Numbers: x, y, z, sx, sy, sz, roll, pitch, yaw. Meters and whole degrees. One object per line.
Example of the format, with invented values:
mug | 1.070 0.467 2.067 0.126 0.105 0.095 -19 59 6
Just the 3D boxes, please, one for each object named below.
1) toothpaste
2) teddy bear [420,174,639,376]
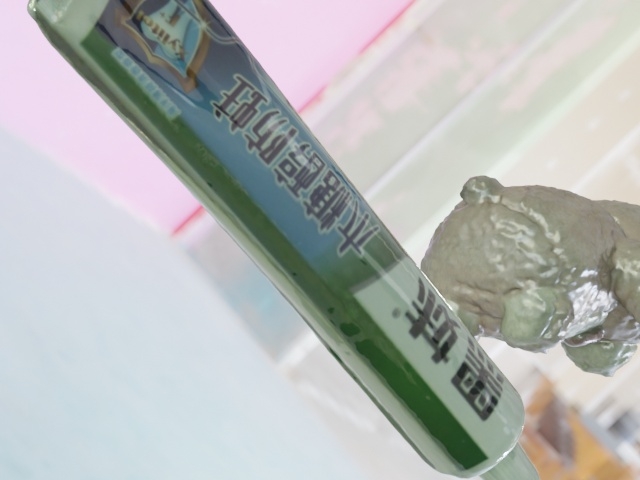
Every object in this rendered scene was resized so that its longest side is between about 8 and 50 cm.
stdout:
toothpaste | 0.000 0.000 0.913 0.392 0.061 0.099 51 40 -26
teddy bear | 0.200 0.031 1.555 0.236 0.151 0.267 2 -8 39
